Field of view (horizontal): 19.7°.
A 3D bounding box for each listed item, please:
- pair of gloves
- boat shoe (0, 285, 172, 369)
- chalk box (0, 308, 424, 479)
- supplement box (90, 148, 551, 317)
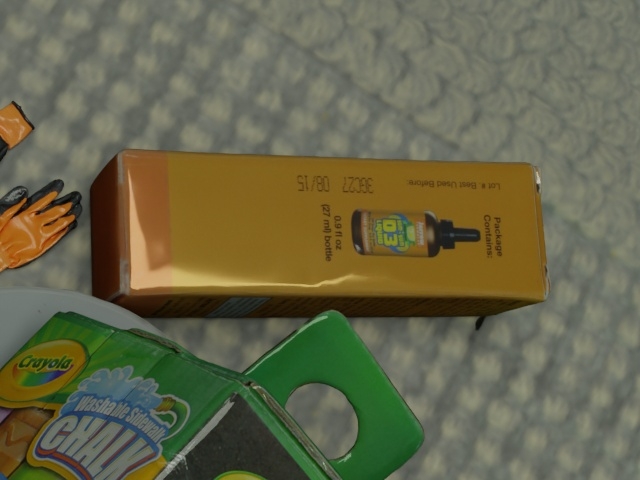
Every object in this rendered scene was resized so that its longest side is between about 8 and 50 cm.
[{"bbox_3d":[-0.168,-0.026,0.954,0.074,0.010,0.083,-34,88,-23],"label":"pair of gloves"},{"bbox_3d":[-0.186,0.077,0.881,0.267,0.088,0.096,2,75,-36],"label":"boat shoe"},{"bbox_3d":[-0.078,0.154,0.796,0.289,0.179,0.180,-46,119,-19],"label":"chalk box"},{"bbox_3d":[0.000,0.000,0.970,0.233,0.080,0.078,1,76,-17],"label":"supplement box"}]
